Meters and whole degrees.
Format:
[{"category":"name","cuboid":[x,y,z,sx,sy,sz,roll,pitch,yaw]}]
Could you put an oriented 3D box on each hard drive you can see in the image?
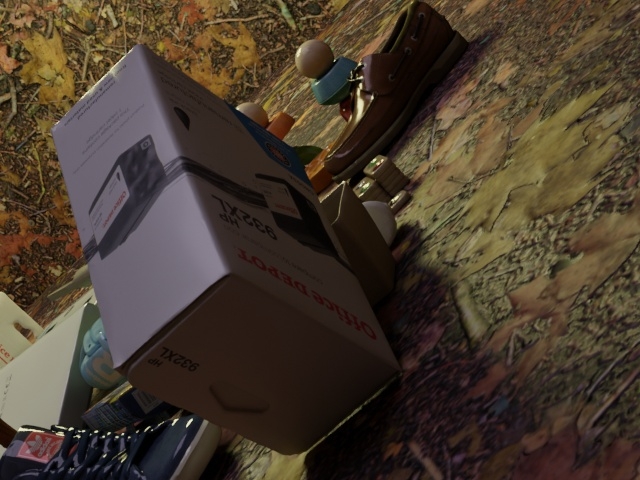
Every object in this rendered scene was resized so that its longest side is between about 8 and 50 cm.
[{"category":"hard drive","cuboid":[-0.456,0.265,1.908,0.353,0.047,0.233,-34,40,43]}]

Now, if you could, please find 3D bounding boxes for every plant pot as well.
[{"category":"plant pot","cuboid":[0.016,0.025,1.213,0.109,0.096,0.109,-42,13,19]}]

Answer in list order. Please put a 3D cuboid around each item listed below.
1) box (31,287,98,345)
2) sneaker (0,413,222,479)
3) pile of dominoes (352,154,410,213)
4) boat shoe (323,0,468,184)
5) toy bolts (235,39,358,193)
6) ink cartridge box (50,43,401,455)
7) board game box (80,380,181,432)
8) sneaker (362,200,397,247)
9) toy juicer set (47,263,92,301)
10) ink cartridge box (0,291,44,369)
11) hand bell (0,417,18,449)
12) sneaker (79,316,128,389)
[{"category":"box","cuboid":[-0.423,0.170,2.166,0.290,0.087,0.169,-35,17,39]},{"category":"sneaker","cuboid":[-0.245,0.240,1.261,0.350,0.148,0.131,-34,17,40]},{"category":"pile of dominoes","cuboid":[0.000,0.000,1.465,0.251,0.040,0.196,-46,13,-1]},{"category":"boat shoe","cuboid":[0.082,-0.211,1.702,0.307,0.104,0.110,-53,15,-28]},{"category":"toy bolts","cuboid":[-0.019,-0.191,1.836,0.228,0.158,0.218,-47,13,-4]},{"category":"ink cartridge box","cuboid":[-0.088,0.005,1.051,0.129,0.223,0.307,-41,45,16]},{"category":"board game box","cuboid":[-0.170,0.162,1.389,0.194,0.060,0.194,-36,2,-29]},{"category":"sneaker","cuboid":[-0.003,0.032,1.332,0.212,0.080,0.094,-35,6,8]},{"category":"toy juicer set","cuboid":[-0.225,0.035,1.747,0.329,0.089,0.209,-24,0,-15]},{"category":"ink cartridge box","cuboid":[-0.637,0.284,2.222,0.119,0.207,0.353,-32,18,42]},{"category":"hand bell","cuboid":[-0.374,0.239,1.459,0.126,0.242,0.126,-44,13,12]},{"category":"sneaker","cuboid":[-0.244,0.140,1.632,0.150,0.135,0.366,-53,3,-24]}]
